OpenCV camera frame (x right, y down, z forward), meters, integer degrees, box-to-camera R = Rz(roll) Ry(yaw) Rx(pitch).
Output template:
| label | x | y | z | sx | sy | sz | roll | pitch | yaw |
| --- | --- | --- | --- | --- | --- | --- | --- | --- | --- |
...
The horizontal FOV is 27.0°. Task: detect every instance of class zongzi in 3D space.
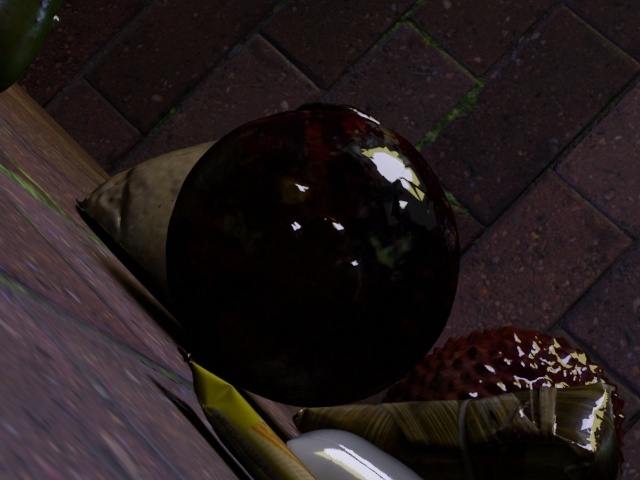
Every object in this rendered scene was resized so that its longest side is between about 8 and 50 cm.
| label | x | y | z | sx | sy | sz | roll | pitch | yaw |
| --- | --- | --- | --- | --- | --- | --- | --- | --- | --- |
| zongzi | 0.131 | 0.256 | 1.212 | 0.134 | 0.288 | 0.286 | -63 | 146 | -55 |

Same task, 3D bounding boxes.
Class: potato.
| label | x | y | z | sx | sy | sz | roll | pitch | yaw |
| --- | --- | --- | --- | --- | --- | --- | --- | --- | --- |
| potato | -0.074 | -0.051 | 1.249 | 0.211 | 0.264 | 0.189 | 50 | -11 | 14 |

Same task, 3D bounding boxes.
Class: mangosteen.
| label | x | y | z | sx | sy | sz | roll | pitch | yaw |
| --- | --- | --- | --- | --- | --- | --- | --- | --- | --- |
| mangosteen | 0.000 | 0.000 | 1.060 | 0.231 | 0.231 | 0.289 | 45 | 18 | -8 |

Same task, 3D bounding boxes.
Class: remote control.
| label | x | y | z | sx | sy | sz | roll | pitch | yaw |
| --- | --- | --- | --- | --- | --- | --- | --- | --- | --- |
| remote control | 0.108 | 0.214 | 0.794 | 0.313 | 0.055 | 0.109 | 38 | -2 | 7 |

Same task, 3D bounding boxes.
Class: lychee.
| label | x | y | z | sx | sy | sz | roll | pitch | yaw |
| --- | --- | --- | --- | --- | --- | --- | --- | --- | --- |
| lychee | 0.198 | 0.218 | 1.430 | 0.300 | 0.264 | 0.264 | 12 | -27 | 48 |

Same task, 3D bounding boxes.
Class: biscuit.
| label | x | y | z | sx | sy | sz | roll | pitch | yaw |
| --- | --- | --- | --- | --- | --- | --- | --- | --- | --- |
| biscuit | 0.017 | 0.147 | 0.601 | 0.292 | 0.026 | 0.048 | 43 | -23 | 35 |

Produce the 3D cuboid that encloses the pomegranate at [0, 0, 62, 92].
| label | x | y | z | sx | sy | sz | roll | pitch | yaw |
| --- | --- | --- | --- | --- | --- | --- | --- | --- | --- |
| pomegranate | -0.276 | -0.189 | 0.945 | 0.191 | 0.152 | 0.131 | 23 | -2 | 13 |
